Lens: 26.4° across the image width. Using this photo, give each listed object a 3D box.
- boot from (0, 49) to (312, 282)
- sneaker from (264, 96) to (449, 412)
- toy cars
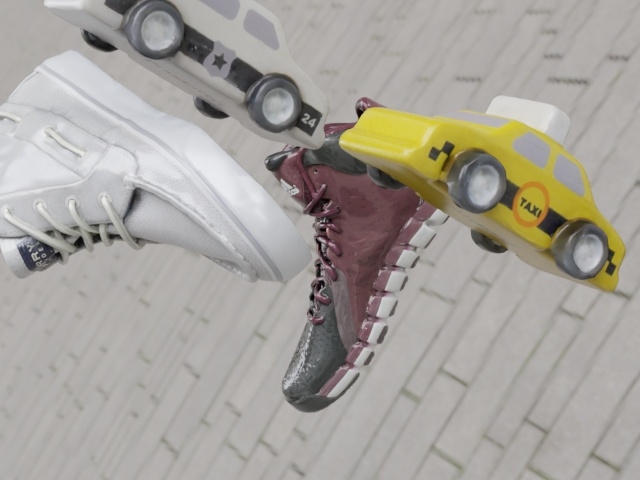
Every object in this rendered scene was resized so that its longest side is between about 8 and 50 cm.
[{"bbox_3d":[-0.122,-0.015,0.781,0.123,0.095,0.258,-44,44,-13],"label":"boot"},{"bbox_3d":[0.000,0.000,1.199,0.281,0.162,0.106,-61,21,-3],"label":"sneaker"},{"bbox_3d":[0.020,-0.089,0.849,0.087,0.393,0.176,-63,-10,-5],"label":"toy cars"}]
